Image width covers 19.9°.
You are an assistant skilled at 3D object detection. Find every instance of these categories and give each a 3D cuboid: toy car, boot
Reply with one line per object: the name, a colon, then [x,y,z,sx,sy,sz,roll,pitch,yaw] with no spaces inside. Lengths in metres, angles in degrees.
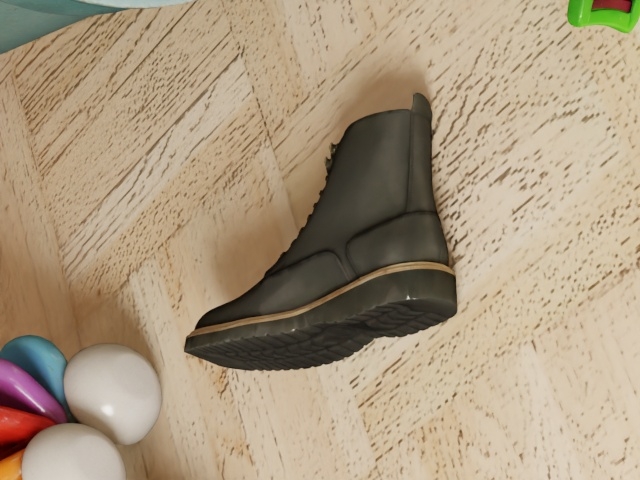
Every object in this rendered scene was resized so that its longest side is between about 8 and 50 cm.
toy car: [-0.208,0.139,1.263,0.159,0.136,0.182,-40,19,39]
boot: [0.000,0.000,1.136,0.198,0.077,0.137,-16,65,33]

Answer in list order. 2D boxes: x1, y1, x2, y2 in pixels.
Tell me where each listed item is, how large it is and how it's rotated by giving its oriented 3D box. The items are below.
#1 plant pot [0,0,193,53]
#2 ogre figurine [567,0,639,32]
plant pot: [-0.229,-0.280,1.277,0.334,0.341,0.341,-18,69,54]
ogre figurine: [0.136,-0.166,0.964,0.197,0.118,0.097,-6,74,47]
